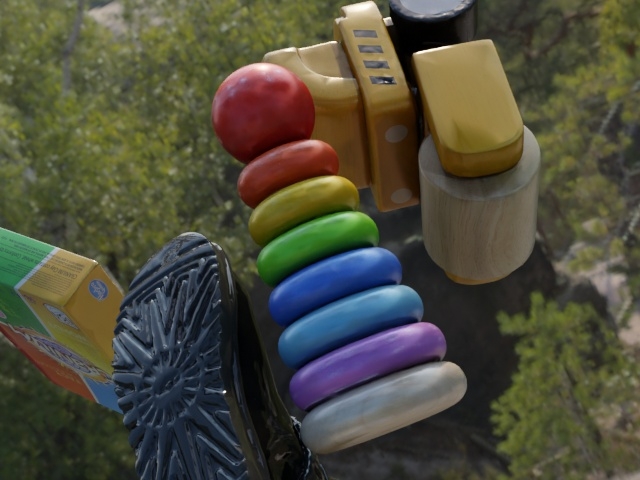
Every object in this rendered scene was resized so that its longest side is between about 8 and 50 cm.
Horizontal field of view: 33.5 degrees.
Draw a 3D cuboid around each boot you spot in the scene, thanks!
[{"bbox_3d":[-0.055,0.181,0.972,0.131,0.260,0.348,-30,49,20],"label":"boot"}]

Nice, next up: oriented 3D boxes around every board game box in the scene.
[{"bbox_3d":[-0.300,0.108,1.283,0.242,0.316,0.064,16,61,31],"label":"board game box"}]

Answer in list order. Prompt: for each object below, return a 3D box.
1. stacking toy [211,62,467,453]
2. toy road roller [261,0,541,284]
[{"bbox_3d":[0.000,0.000,0.884,0.141,0.330,0.141,-19,-13,-5],"label":"stacking toy"},{"bbox_3d":[0.074,-0.109,1.111,0.241,0.202,0.329,-13,51,-2],"label":"toy road roller"}]
